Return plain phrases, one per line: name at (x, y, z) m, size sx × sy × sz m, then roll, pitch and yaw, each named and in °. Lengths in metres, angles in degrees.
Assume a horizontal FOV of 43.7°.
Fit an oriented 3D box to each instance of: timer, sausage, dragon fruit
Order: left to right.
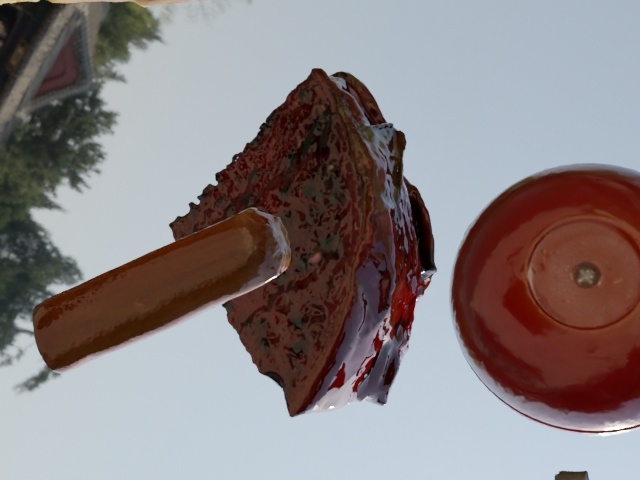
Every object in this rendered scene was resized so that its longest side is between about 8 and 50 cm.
sausage at (-0.076, 0.023, 0.388) m, size 0.131 × 0.039 × 0.041 m, roll -25°, pitch 176°, yaw 4°
dragon fruit at (0.000, 0.000, 0.798) m, size 0.240 × 0.330 × 0.303 m, roll 16°, pitch -95°, yaw 17°
timer at (0.370, 0.078, 1.118) m, size 0.377 × 0.279 × 0.378 m, roll -6°, pitch -110°, yaw 15°

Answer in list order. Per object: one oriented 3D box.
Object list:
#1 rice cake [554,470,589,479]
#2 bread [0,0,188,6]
rice cake at (0.314, 0.370, 0.924) m, size 0.047 × 0.036 × 0.207 m, roll -16°, pitch -111°, yaw 14°
bread at (-0.121, -0.255, 0.363) m, size 0.207 × 0.278 × 0.279 m, roll -83°, pitch 175°, yaw -67°
